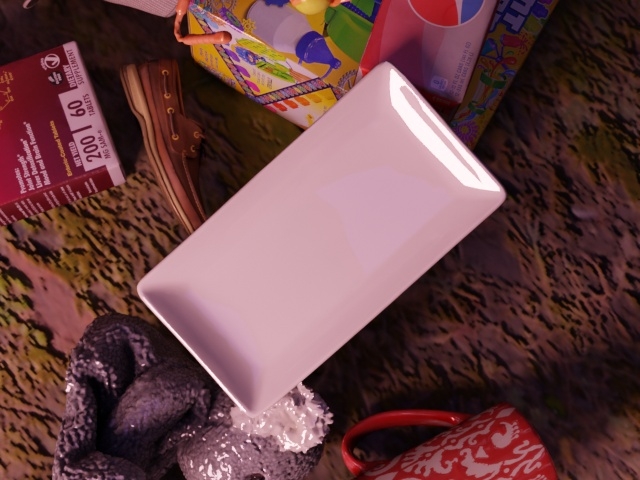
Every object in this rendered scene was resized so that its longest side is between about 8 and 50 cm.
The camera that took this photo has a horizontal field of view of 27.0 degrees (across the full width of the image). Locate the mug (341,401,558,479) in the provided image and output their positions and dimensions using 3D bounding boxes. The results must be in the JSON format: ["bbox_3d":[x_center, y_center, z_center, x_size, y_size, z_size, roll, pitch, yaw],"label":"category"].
[{"bbox_3d":[0.106,0.206,1.175,0.169,0.113,0.150,-28,82,-11],"label":"mug"}]

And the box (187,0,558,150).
[{"bbox_3d":[0.070,-0.238,1.233,0.279,0.177,0.290,30,78,3],"label":"box"}]

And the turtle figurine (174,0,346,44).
[{"bbox_3d":[-0.007,-0.273,1.091,0.269,0.087,0.217,-17,71,28],"label":"turtle figurine"}]

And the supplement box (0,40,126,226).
[{"bbox_3d":[-0.315,-0.080,1.233,0.239,0.073,0.130,-21,80,-6],"label":"supplement box"}]

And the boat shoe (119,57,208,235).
[{"bbox_3d":[-0.134,-0.092,1.248,0.060,0.064,0.178,-20,77,-5],"label":"boat shoe"}]

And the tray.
[{"bbox_3d":[0.000,0.000,1.049,0.270,0.030,0.145,-42,93,4],"label":"tray"}]

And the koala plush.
[{"bbox_3d":[-0.098,0.161,1.138,0.221,0.196,0.203,1,68,1],"label":"koala plush"}]

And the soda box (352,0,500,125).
[{"bbox_3d":[0.111,-0.232,1.101,0.092,0.083,0.263,19,79,1],"label":"soda box"}]

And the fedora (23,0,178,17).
[{"bbox_3d":[-0.150,-0.293,1.217,0.124,0.243,0.275,32,39,-19],"label":"fedora"}]
